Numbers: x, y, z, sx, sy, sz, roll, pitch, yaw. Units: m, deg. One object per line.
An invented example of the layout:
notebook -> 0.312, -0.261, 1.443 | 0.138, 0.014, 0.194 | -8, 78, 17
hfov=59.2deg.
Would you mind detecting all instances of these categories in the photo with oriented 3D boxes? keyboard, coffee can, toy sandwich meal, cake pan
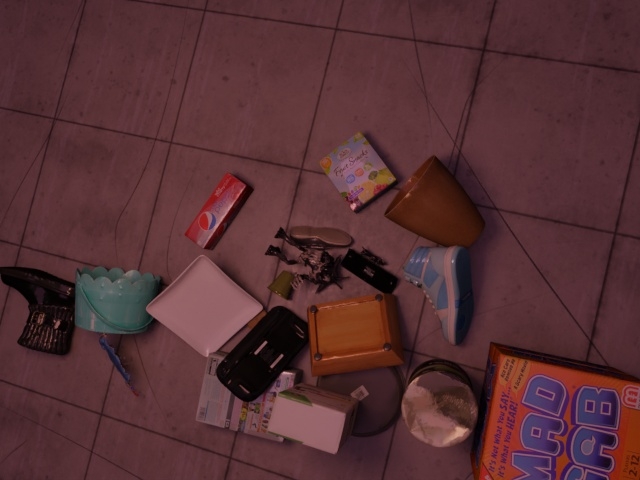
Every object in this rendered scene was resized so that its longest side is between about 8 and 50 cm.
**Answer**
keyboard -> 0.168, 0.089, 1.829 | 0.192, 0.038, 0.100 | 33, 116, 12
coffee can -> 0.343, 0.459, 1.624 | 0.202, 0.275, 0.201 | -1, 85, 12
toy sandwich meal -> -0.209, 0.268, 1.891 | 0.086, 0.029, 0.085 | -5, 74, 17
cake pan -> 0.123, 0.478, 1.784 | 0.294, 0.054, 0.292 | -1, 85, 12

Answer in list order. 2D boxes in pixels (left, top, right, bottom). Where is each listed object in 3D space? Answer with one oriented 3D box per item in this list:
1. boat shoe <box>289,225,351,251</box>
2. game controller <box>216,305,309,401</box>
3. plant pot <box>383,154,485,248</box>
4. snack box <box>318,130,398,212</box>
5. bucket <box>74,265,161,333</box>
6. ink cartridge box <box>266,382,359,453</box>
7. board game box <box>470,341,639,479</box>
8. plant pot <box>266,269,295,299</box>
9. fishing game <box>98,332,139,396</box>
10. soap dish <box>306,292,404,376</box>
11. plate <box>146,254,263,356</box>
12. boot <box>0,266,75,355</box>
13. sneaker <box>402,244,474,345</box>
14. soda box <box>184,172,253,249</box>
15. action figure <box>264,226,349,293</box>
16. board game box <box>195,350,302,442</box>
boat shoe -> 0.000, 0.000, 1.864 | 0.206, 0.075, 0.064 | 8, 130, 8
game controller -> -0.178, 0.355, 1.796 | 0.166, 0.067, 0.319 | 39, 68, 12
plant pot -> 0.365, -0.091, 1.714 | 0.254, 0.237, 0.237 | 37, 93, -3
snack box -> 0.122, -0.221, 1.841 | 0.175, 0.070, 0.207 | -37, 77, 7
bucket -> -0.681, 0.197, 1.883 | 0.281, 0.281, 0.182 | 8, 93, 13
ink cartridge box -> -0.012, 0.508, 1.642 | 0.202, 0.278, 0.117 | 13, 85, 13
board game box -> 0.620, 0.499, 1.519 | 0.357, 0.356, 0.355 | 10, 88, 13
plant pot -> -0.121, 0.143, 1.863 | 0.083, 0.083, 0.079 | 29, 78, 13
fishing game -> -0.681, 0.396, 1.894 | 0.041, 0.189, 0.263 | -32, 112, -28
soap dish -> 0.098, 0.285, 1.741 | 0.291, 0.118, 0.228 | -11, 60, 10
plate -> -0.380, 0.215, 1.860 | 0.278, 0.045, 0.277 | -43, 109, 11
boot -> -1.029, 0.247, 2.018 | 0.348, 0.131, 0.260 | 18, 89, 13
sneaker -> 0.355, 0.158, 1.743 | 0.208, 0.127, 0.318 | 8, 109, 40
soda box -> -0.345, -0.098, 1.925 | 0.092, 0.083, 0.263 | 35, 93, 13
action figure -> -0.042, 0.080, 1.798 | 0.276, 0.141, 0.164 | 31, 110, -1
board game box -> -0.232, 0.503, 1.838 | 0.304, 0.097, 0.223 | 10, 87, 14
